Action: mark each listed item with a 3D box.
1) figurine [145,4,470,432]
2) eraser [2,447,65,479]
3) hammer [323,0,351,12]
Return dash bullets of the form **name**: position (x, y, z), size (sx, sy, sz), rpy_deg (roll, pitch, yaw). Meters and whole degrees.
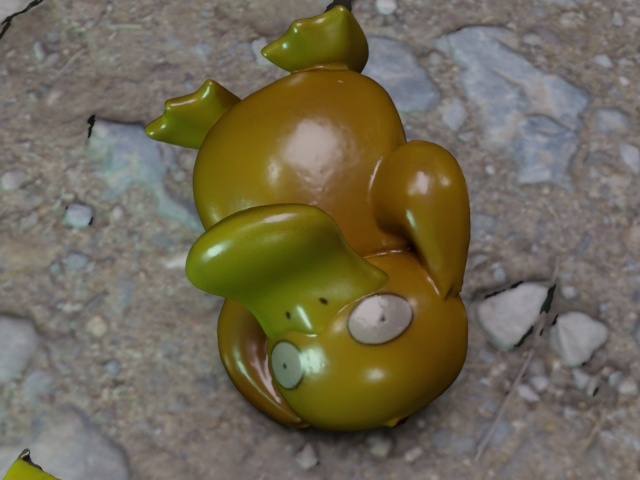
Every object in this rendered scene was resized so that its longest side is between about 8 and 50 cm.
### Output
- **figurine**: position (0.002, -0.005, 0.815), size (0.215, 0.215, 0.228), rpy_deg (-3, 47, -1)
- **eraser**: position (-0.158, 0.251, 0.715), size (0.158, 0.069, 0.226), rpy_deg (24, 62, 14)
- **hammer**: position (-0.095, -0.259, 1.057), size (0.297, 0.027, 0.125), rpy_deg (16, 60, 11)
